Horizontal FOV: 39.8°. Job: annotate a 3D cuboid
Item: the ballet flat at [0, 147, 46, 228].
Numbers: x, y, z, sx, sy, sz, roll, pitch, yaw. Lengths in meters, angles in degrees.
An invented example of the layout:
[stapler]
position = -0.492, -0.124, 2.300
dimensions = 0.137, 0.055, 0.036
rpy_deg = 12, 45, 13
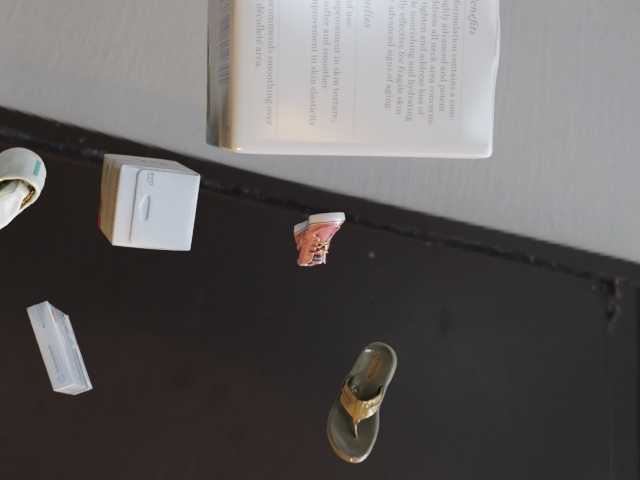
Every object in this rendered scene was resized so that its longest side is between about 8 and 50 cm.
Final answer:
[ballet flat]
position = -0.705, -0.026, 1.744
dimensions = 0.400, 0.139, 0.139
rpy_deg = -40, 134, 4

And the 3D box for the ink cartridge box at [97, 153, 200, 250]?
[ink cartridge box]
position = -0.282, -0.064, 1.431
dimensions = 0.127, 0.128, 0.176
rpy_deg = 5, -170, -22

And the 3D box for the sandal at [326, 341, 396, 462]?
[sandal]
position = 0.059, 0.214, 1.212
dimensions = 0.072, 0.180, 0.049
rpy_deg = 20, 151, 8

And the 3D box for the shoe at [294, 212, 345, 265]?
[shoe]
position = 0.000, 0.000, 1.617
dimensions = 0.063, 0.081, 0.178
rpy_deg = -2, 172, -22

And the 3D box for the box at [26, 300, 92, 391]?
[box]
position = -0.443, 0.188, 1.511
dimensions = 0.038, 0.145, 0.186
rpy_deg = -20, 171, -10

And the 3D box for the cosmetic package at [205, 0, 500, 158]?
[cosmetic package]
position = 0.034, -0.297, 1.375
dimensions = 0.393, 0.330, 0.327
rpy_deg = 0, -173, -14
